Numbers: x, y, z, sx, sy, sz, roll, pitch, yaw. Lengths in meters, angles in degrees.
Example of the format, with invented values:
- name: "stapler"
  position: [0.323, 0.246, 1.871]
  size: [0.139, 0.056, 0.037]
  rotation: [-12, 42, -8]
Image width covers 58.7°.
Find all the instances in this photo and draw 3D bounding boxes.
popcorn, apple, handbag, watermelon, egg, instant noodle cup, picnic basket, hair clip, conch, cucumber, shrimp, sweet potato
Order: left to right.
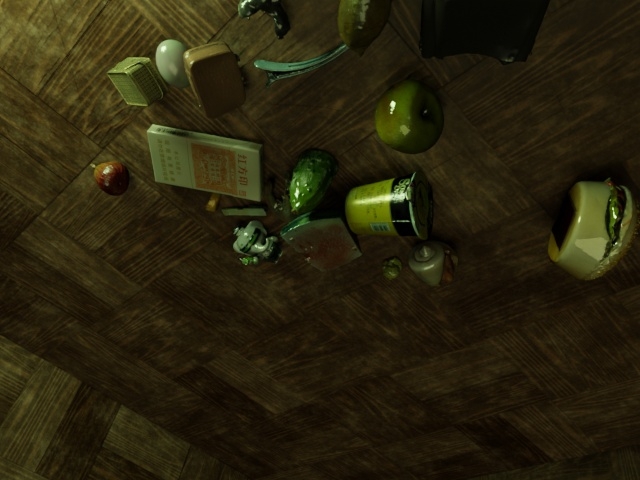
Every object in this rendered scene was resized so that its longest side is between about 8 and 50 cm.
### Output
- name: "picnic basket"
  position: [-0.515, -0.447, 1.604]
  size: [0.164, 0.079, 0.115]
  rotation: [18, 147, 47]
- name: "egg"
  position: [-0.397, -0.486, 1.569]
  size: [0.103, 0.103, 0.135]
  rotation: [-7, 128, 20]
- name: "handbag"
  position: [-0.283, -0.442, 1.561]
  size: [0.151, 0.072, 0.193]
  rotation: [-26, 140, -10]
- name: "shrimp"
  position: [-0.125, -0.152, 1.863]
  size: [0.145, 0.059, 0.254]
  rotation: [16, 146, 23]
- name: "hair clip"
  position: [-0.038, -0.483, 1.538]
  size: [0.275, 0.048, 0.083]
  rotation: [-12, 128, 17]
- name: "cucumber"
  position: [-0.038, -0.159, 1.709]
  size: [0.134, 0.244, 0.134]
  rotation: [12, 137, 11]
- name: "watermelon"
  position: [0.000, 0.000, 1.815]
  size: [0.212, 0.261, 0.201]
  rotation: [-23, 86, 14]
- name: "sweet potato"
  position: [0.129, -0.628, 1.300]
  size: [0.130, 0.130, 0.423]
  rotation: [18, 127, -4]
- name: "instant noodle cup"
  position: [0.209, -0.099, 1.747]
  size: [0.236, 0.216, 0.216]
  rotation: [-5, 133, 27]
- name: "popcorn"
  position: [0.257, 0.099, 2.018]
  size: [0.059, 0.068, 0.083]
  rotation: [22, 100, -41]
- name: "apple"
  position: [0.234, -0.325, 1.523]
  size: [0.196, 0.196, 0.157]
  rotation: [40, 158, -24]
- name: "conch"
  position: [0.379, 0.073, 1.941]
  size: [0.158, 0.127, 0.255]
  rotation: [-28, 151, 0]
- name: "handbag"
  position: [0.378, -0.535, 1.334]
  size: [0.285, 0.113, 0.257]
  rotation: [2, 140, 2]

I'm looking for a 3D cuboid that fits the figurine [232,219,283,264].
- name: "figurine"
  position: [-0.226, 0.012, 2.010]
  size: [0.192, 0.126, 0.147]
  rotation: [33, 97, -10]

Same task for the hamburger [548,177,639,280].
- name: "hamburger"
  position: [0.771, -0.028, 1.614]
  size: [0.170, 0.302, 0.302]
  rotation: [17, 136, 8]

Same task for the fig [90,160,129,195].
- name: "fig"
  position: [-0.719, -0.217, 1.902]
  size: [0.153, 0.119, 0.119]
  rotation: [19, 135, -3]

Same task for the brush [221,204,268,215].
- name: "brush"
  position: [-0.261, -0.105, 1.965]
  size: [0.178, 0.030, 0.033]
  rotation: [1, 142, 26]

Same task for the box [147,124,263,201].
- name: "box"
  position: [-0.362, -0.245, 1.820]
  size: [0.365, 0.051, 0.205]
  rotation: [11, 134, 6]

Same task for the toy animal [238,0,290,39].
- name: "toy animal"
  position: [-0.147, -0.652, 1.352]
  size: [0.168, 0.106, 0.343]
  rotation: [5, 141, -2]

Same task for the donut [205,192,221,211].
- name: "donut"
  position: [-0.366, -0.133, 1.959]
  size: [0.038, 0.067, 0.083]
  rotation: [26, 102, -3]
